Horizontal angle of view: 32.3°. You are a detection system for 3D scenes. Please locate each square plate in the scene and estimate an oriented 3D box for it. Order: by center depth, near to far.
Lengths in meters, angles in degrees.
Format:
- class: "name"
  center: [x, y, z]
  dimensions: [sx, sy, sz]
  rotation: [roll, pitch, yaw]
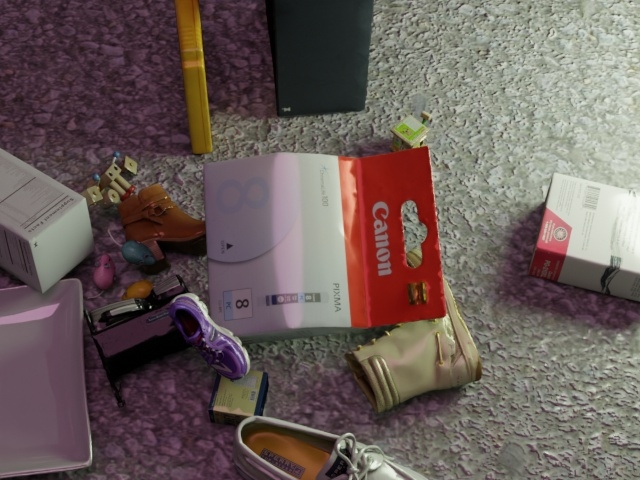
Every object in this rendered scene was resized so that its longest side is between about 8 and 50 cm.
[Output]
- class: "square plate"
  center: [-0.556, 0.242, 1.833]
  dimensions: [0.344, 0.049, 0.347]
  rotation: [-8, 59, -4]

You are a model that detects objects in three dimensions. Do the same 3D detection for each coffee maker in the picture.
- class: "coffee maker"
  center: [-0.285, 0.164, 1.855]
  dimensions: [0.178, 0.120, 0.171]
  rotation: [-21, 94, -11]

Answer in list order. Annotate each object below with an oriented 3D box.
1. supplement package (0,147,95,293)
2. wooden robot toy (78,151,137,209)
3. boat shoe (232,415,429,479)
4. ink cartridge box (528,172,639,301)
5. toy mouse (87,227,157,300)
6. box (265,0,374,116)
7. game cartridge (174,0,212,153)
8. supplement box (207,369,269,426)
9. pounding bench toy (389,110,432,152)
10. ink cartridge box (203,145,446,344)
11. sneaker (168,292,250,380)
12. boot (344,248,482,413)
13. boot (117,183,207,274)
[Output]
- class: "supplement package"
  center: [-0.532, -0.041, 1.924]
  dimensions: [0.244, 0.133, 0.139]
  rotation: [29, 52, 24]
- class: "wooden robot toy"
  center: [-0.397, -0.093, 2.028]
  dimensions: [0.076, 0.079, 0.173]
  rotation: [52, 31, -16]
- class: "boat shoe"
  center: [0.033, 0.354, 1.703]
  dimensions: [0.367, 0.156, 0.135]
  rotation: [22, 62, 13]
- class: "ink cartridge box"
  center: [0.504, -0.002, 1.949]
  dimensions: [0.237, 0.100, 0.172]
  rotation: [14, 60, 9]
- class: "toy mouse"
  center: [-0.346, 0.047, 1.919]
  dimensions: [0.161, 0.031, 0.143]
  rotation: [-18, 94, 11]
- class: "box"
  center: [-0.011, -0.459, 2.082]
  dimensions: [0.179, 0.343, 0.312]
  rotation: [-4, 60, -3]
- class: "game cartridge"
  center: [-0.239, -0.371, 2.062]
  dimensions: [0.053, 0.285, 0.323]
  rotation: [-7, 60, -6]
- class: "supplement box"
  center: [-0.134, 0.258, 1.818]
  dimensions: [0.083, 0.056, 0.083]
  rotation: [9, 59, 5]
- class: "pounding bench toy"
  center: [0.177, -0.198, 2.086]
  dimensions: [0.052, 0.065, 0.083]
  rotation: [40, 67, 22]
- class: "ink cartridge box"
  center: [0.000, 0.000, 1.842]
  dimensions: [0.385, 0.091, 0.308]
  rotation: [-8, 73, 14]
- class: "sneaker"
  center: [-0.185, 0.163, 1.772]
  dimensions: [0.068, 0.071, 0.170]
  rotation: [-42, 95, 17]
- class: "boot"
  center: [0.132, 0.149, 1.866]
  dimensions: [0.204, 0.095, 0.261]
  rotation: [-19, 64, -9]
- class: "boot"
  center: [-0.259, -0.041, 1.986]
  dimensions: [0.197, 0.073, 0.152]
  rotation: [-22, 63, -12]
